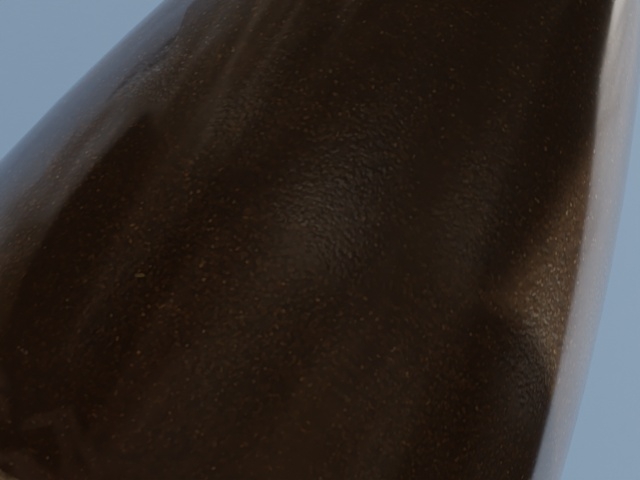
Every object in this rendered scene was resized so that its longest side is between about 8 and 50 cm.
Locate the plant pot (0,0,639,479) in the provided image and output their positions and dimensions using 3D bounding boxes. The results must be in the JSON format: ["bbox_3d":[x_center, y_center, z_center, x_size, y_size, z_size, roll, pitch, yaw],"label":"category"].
[{"bbox_3d":[0.000,0.000,0.586,0.215,0.215,0.230,28,-103,3],"label":"plant pot"}]
